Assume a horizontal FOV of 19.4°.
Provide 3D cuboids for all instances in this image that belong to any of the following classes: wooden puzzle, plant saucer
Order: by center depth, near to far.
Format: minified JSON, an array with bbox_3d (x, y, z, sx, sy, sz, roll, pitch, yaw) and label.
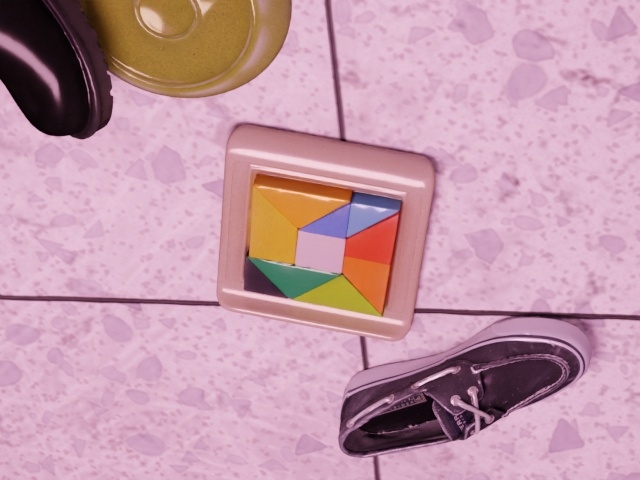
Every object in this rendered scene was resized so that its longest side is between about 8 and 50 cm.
[{"bbox_3d":[-0.149,-0.235,1.862,0.241,0.037,0.241,6,127,7],"label":"plant saucer"},{"bbox_3d":[0.000,0.000,2.002,0.221,0.044,0.239,11,128,5],"label":"wooden puzzle"}]

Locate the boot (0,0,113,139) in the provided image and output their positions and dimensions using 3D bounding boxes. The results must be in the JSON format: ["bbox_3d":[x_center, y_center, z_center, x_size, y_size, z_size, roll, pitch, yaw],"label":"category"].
[{"bbox_3d":[-0.377,-0.193,1.795,0.131,0.260,0.348,8,132,55],"label":"boot"}]

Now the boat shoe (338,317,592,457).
[{"bbox_3d":[0.154,0.172,2.060,0.301,0.102,0.108,-15,122,22],"label":"boat shoe"}]
